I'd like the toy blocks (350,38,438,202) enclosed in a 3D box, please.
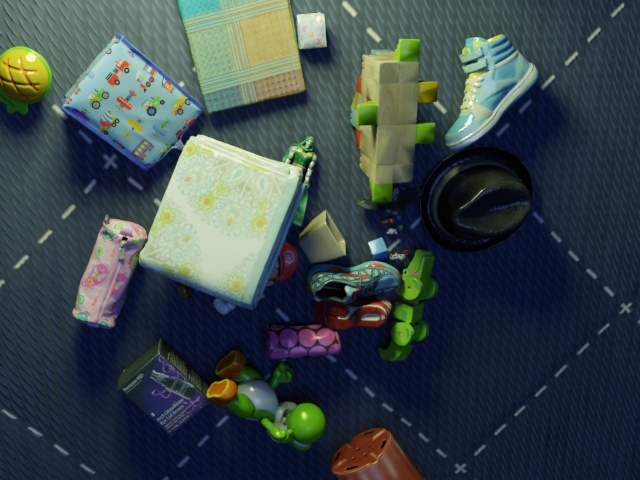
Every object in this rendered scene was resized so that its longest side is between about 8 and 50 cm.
[{"bbox_3d":[0.151,-0.318,1.719,0.190,0.261,0.381,-4,112,-11],"label":"toy blocks"}]

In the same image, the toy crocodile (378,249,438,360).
[{"bbox_3d":[0.250,0.187,1.941,0.115,0.105,0.340,-5,109,-52],"label":"toy crocodile"}]

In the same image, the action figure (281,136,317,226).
[{"bbox_3d":[-0.070,-0.167,1.811,0.137,0.063,0.232,21,96,-11],"label":"action figure"}]

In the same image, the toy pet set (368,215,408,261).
[{"bbox_3d":[0.189,0.006,1.897,0.114,0.065,0.122,-18,106,-5],"label":"toy pet set"}]

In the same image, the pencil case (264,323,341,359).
[{"bbox_3d":[-0.050,0.277,1.916,0.209,0.095,0.098,-1,71,-12],"label":"pencil case"}]

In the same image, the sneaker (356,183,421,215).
[{"bbox_3d":[0.187,-0.119,1.874,0.170,0.051,0.089,11,102,-17],"label":"sneaker"}]

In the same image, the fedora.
[{"bbox_3d":[0.447,-0.099,1.871,0.334,0.152,0.334,-2,104,-10],"label":"fedora"}]

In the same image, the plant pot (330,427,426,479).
[{"bbox_3d":[0.177,0.711,1.991,0.272,0.272,0.265,-30,99,-1],"label":"plant pot"}]

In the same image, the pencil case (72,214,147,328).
[{"bbox_3d":[-0.539,0.082,1.759,0.124,0.124,0.284,21,101,-15],"label":"pencil case"}]

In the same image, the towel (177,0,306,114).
[{"bbox_3d":[-0.198,-0.524,1.703,0.271,0.040,0.370,-14,108,-8],"label":"towel"}]

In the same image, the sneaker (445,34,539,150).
[{"bbox_3d":[0.401,-0.404,1.801,0.319,0.127,0.208,-46,109,-6],"label":"sneaker"}]

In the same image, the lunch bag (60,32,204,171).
[{"bbox_3d":[-0.443,-0.320,1.678,0.293,0.138,0.221,40,92,-28],"label":"lunch bag"}]

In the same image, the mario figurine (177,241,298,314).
[{"bbox_3d":[-0.217,0.066,1.781,0.320,0.170,0.198,-9,132,-2],"label":"mario figurine"}]

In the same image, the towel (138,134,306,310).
[{"bbox_3d":[-0.241,-0.053,1.714,0.320,0.090,0.374,21,87,11],"label":"towel"}]

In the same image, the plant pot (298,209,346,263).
[{"bbox_3d":[0.000,0.000,1.845,0.096,0.109,0.109,-28,108,11],"label":"plant pot"}]

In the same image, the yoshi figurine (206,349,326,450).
[{"bbox_3d":[-0.121,0.455,1.895,0.362,0.203,0.203,41,85,-24],"label":"yoshi figurine"}]

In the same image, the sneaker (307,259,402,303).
[{"bbox_3d":[0.094,0.131,1.862,0.262,0.125,0.104,-3,121,2],"label":"sneaker"}]

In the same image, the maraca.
[{"bbox_3d":[-0.710,-0.376,1.624,0.127,0.099,0.185,42,120,-15],"label":"maraca"}]

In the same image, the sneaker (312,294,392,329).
[{"bbox_3d":[0.096,0.194,1.925,0.221,0.128,0.087,7,104,23],"label":"sneaker"}]

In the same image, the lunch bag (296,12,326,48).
[{"bbox_3d":[-0.023,-0.528,1.728,0.071,0.053,0.083,-8,115,-6],"label":"lunch bag"}]

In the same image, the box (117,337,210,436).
[{"bbox_3d":[-0.422,0.398,1.867,0.153,0.108,0.207,-42,108,3],"label":"box"}]
